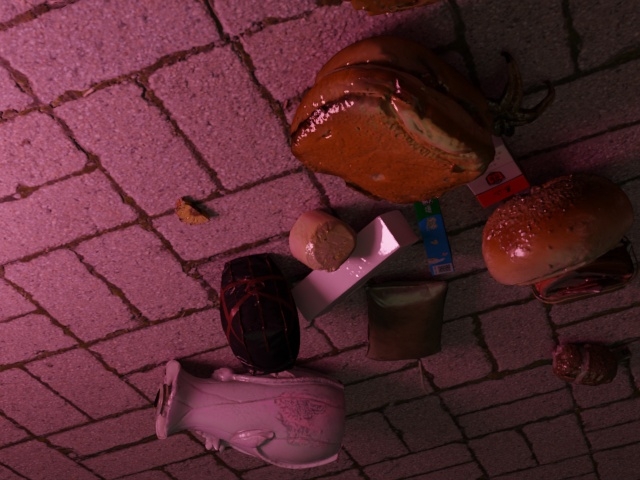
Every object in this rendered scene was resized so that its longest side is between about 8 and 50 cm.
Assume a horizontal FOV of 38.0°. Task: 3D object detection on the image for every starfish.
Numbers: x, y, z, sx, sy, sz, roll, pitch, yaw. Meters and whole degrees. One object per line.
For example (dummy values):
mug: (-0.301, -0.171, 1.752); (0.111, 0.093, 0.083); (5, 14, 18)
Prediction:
starfish: (0.297, -0.243, 1.572); (0.190, 0.074, 0.146); (15, 143, -25)

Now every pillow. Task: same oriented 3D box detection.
pillow: (0.190, 0.186, 2.106); (0.185, 0.074, 0.302); (-5, 142, -1)

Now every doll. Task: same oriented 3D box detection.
doll: (0.683, 0.313, 2.345); (0.221, 0.115, 0.105); (2, 132, -24)

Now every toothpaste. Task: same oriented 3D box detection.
toothpaste: (0.221, -0.029, 1.840); (0.050, 0.065, 0.266); (-11, 143, 9)

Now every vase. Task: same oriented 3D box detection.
vase: (-0.169, 0.404, 2.211); (0.446, 0.249, 0.250); (11, 139, -16)

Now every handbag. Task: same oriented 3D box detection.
handbag: (-0.125, 0.149, 1.889); (0.155, 0.215, 0.169); (-11, 138, -9)

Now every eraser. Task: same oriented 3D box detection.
eraser: (0.063, 0.054, 1.885); (0.298, 0.078, 0.076); (-41, 166, 36)

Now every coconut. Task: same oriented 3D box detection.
coconut: (0.000, 0.000, 1.799); (0.116, 0.122, 0.116); (-7, 109, -23)

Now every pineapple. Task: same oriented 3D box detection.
pineapple: (-0.249, -0.051, 1.762); (0.045, 0.019, 0.083); (-35, 135, 22)

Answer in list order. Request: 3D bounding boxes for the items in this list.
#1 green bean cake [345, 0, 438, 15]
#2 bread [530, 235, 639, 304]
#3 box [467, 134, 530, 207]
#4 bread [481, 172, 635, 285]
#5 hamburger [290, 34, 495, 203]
green bean cake: (0.116, -0.431, 1.241); (0.224, 0.131, 0.229); (-12, 146, 8)
bread: (0.548, 0.059, 1.949); (0.225, 0.142, 0.212); (-17, 155, 14)
box: (0.318, -0.132, 1.737); (0.100, 0.048, 0.152); (-23, 140, 20)
bread: (0.434, -0.028, 1.742); (0.306, 0.158, 0.305); (-27, -178, 1)
hamburger: (0.115, -0.184, 1.506); (0.305, 0.174, 0.284); (33, 141, -27)
